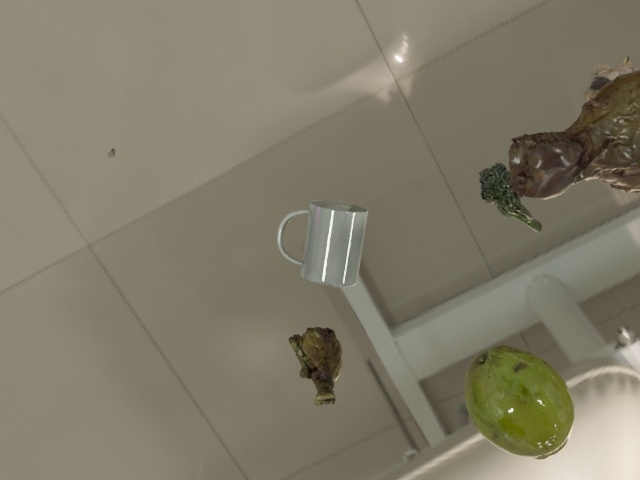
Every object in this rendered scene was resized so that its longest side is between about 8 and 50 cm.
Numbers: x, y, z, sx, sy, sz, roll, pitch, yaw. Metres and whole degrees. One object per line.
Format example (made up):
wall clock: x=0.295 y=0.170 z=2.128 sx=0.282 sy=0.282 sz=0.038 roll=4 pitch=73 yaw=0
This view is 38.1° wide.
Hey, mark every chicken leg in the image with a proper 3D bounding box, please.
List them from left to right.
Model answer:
chicken leg: x=-0.005 y=0.187 z=1.397 sx=0.093 sy=0.178 sz=0.070 roll=27 pitch=114 yaw=-19
chicken leg: x=0.274 y=-0.042 z=0.714 sx=0.322 sy=0.083 sz=0.177 roll=33 pitch=71 yaw=-26

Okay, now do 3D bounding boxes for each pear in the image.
pear: x=0.412 y=0.337 z=1.930 sx=0.212 sy=0.212 sz=0.269 roll=-39 pitch=106 yaw=10

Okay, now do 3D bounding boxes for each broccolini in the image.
broccolini: x=0.333 y=-0.055 z=1.618 sx=0.068 sy=0.091 sz=0.202 roll=-41 pitch=134 yaw=2

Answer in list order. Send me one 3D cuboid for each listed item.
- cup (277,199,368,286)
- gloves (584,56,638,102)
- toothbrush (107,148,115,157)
cup: x=0.007 y=-0.001 z=1.556 sx=0.136 sy=0.099 sz=0.133 roll=13 pitch=103 yaw=27
gloves: x=0.594 y=-0.306 z=1.881 sx=0.144 sy=0.110 sz=0.094 roll=-26 pitch=122 yaw=-24
toothbrush: x=-0.217 y=-0.091 z=0.963 sx=0.008 sy=0.097 sz=0.006 roll=-5 pitch=94 yaw=-13
